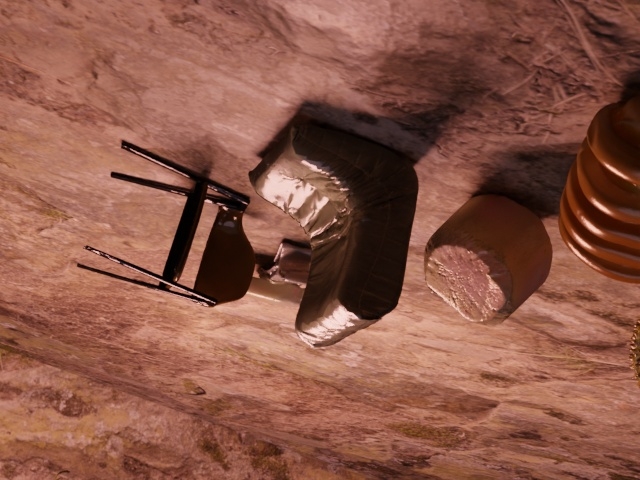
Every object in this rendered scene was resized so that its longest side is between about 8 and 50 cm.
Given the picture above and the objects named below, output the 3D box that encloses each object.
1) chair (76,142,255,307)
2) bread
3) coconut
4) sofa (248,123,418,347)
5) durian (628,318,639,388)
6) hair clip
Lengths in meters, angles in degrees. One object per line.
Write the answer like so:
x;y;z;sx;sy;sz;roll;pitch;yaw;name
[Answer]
-0.197;-0.003;1.795;0.247;0.158;0.172;19;162;-8;chair
0.348;-0.045;1.369;0.173;0.121;0.311;12;159;10;bread
0.215;0.018;1.600;0.147;0.153;0.147;22;132;27;coconut
0.000;0.000;1.578;0.176;0.225;0.210;16;163;-15;sofa
0.560;0.199;1.842;0.237;0.137;0.193;10;159;10;durian
-0.051;0.066;2.021;0.159;0.071;0.218;17;164;-12;hair clip
